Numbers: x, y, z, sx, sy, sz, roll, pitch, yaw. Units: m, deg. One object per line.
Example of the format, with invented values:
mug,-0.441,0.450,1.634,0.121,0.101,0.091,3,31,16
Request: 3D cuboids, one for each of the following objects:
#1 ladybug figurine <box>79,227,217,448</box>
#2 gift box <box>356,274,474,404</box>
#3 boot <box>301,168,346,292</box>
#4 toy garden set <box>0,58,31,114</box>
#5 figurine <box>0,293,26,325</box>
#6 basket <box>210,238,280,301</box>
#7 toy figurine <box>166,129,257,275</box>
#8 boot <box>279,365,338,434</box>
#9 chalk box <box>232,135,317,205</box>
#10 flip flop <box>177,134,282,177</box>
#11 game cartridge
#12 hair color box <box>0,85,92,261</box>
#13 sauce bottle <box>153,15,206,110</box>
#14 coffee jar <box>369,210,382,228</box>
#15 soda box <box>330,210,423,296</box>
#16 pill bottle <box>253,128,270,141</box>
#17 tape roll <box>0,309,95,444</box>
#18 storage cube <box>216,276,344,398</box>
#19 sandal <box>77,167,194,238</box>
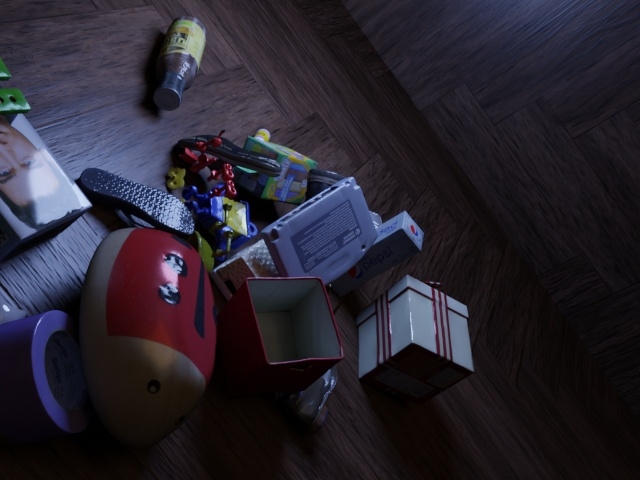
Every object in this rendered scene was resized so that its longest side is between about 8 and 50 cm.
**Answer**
ladybug figurine,-0.286,0.142,1.226,0.449,0.162,0.305,-100,169,-45
gift box,0.261,0.275,1.908,0.276,0.255,0.258,31,40,-28
boot,0.000,0.000,1.854,0.377,0.138,0.284,82,21,-73
toy garden set,-0.623,-0.297,1.128,0.244,0.049,0.204,58,27,3
figurine,-0.552,0.119,1.019,0.215,0.092,0.209,42,28,-25
basket,-0.156,0.072,1.627,0.113,0.103,0.167,56,28,-4
toy figurine,-0.205,-0.044,1.598,0.217,0.191,0.362,31,39,-45
boot,-0.026,0.325,1.597,0.106,0.082,0.219,46,33,-23
chalk box,-0.137,-0.186,1.834,0.132,0.132,0.213,32,14,33
flip flop,-0.228,-0.195,1.710,0.277,0.080,0.112,20,23,9
game cartridge,0.007,-0.002,1.653,0.294,0.060,0.195,-34,108,-32
hair color box,-0.591,-0.156,1.194,0.374,0.114,0.185,54,30,-5
sauce bottle,-0.372,-0.466,1.826,0.111,0.111,0.344,37,33,-31
coffee jar,0.123,0.007,2.038,0.079,0.184,0.096,7,48,-9
soda box,0.141,0.038,1.914,0.091,0.286,0.098,48,30,-18
pill bottle,-0.175,-0.286,2.010,0.043,0.043,0.083,46,31,-19
tape roll,-0.418,0.205,1.051,0.189,0.080,0.188,-16,90,-85
storage cube,-0.093,0.202,1.456,0.184,0.193,0.214,1,57,-33
sandal,-0.383,-0.075,1.461,0.255,0.054,0.097,27,39,-14
